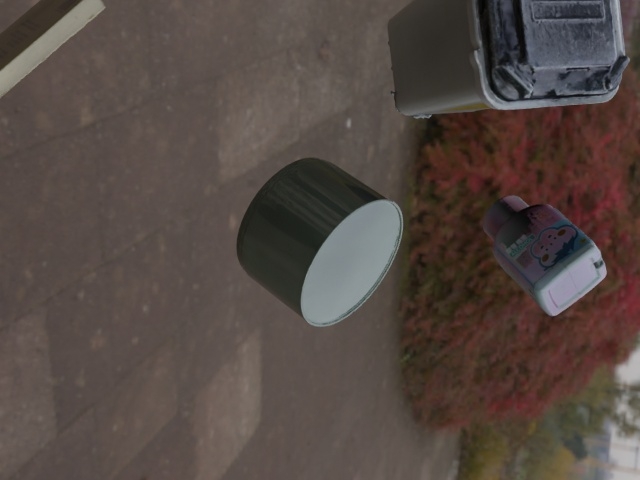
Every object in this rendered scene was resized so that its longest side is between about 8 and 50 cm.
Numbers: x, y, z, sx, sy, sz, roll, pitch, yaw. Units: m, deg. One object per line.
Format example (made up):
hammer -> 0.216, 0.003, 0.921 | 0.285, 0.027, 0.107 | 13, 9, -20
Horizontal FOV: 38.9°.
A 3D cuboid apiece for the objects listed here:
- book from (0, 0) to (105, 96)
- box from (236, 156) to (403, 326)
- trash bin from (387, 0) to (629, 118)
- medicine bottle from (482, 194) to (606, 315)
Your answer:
book -> -0.365, -0.220, 1.071 | 0.231, 0.161, 0.026 | -43, 123, -9
box -> 0.000, 0.000, 1.409 | 0.226, 0.149, 0.226 | -34, 144, -30
trash bin -> 0.265, -0.333, 1.407 | 0.367, 0.255, 0.296 | 176, -94, -67
medicine bottle -> 0.335, 0.011, 1.397 | 0.094, 0.119, 0.188 | 51, 2, -45
